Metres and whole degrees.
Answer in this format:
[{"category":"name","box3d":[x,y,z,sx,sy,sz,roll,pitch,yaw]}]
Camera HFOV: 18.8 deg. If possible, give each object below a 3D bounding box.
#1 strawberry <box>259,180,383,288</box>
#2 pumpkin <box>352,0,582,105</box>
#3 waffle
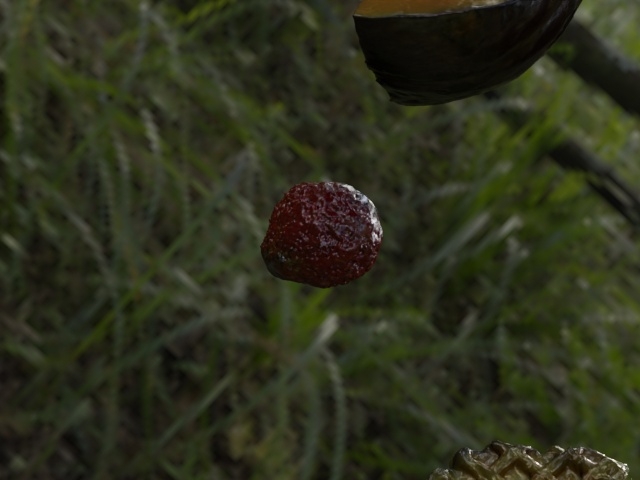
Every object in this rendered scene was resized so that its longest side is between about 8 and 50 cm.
[{"category":"strawberry","box3d":[0.000,-0.001,1.643,0.106,0.106,0.106,42,6,-5]},{"category":"pumpkin","box3d":[0.136,-0.170,1.489,0.148,0.169,0.312,12,38,21]},{"category":"waffle","box3d":[0.233,0.333,2.088,0.282,0.300,0.058,11,-45,17]}]
